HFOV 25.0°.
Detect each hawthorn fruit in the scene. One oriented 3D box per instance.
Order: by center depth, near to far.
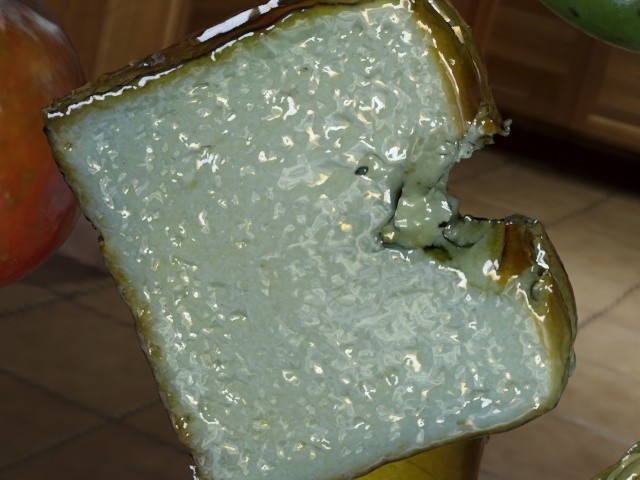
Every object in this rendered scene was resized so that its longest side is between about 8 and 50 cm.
[{"bbox_3d":[-0.294,-0.092,1.116,0.284,0.284,0.284,13,17,-4],"label":"hawthorn fruit"}]

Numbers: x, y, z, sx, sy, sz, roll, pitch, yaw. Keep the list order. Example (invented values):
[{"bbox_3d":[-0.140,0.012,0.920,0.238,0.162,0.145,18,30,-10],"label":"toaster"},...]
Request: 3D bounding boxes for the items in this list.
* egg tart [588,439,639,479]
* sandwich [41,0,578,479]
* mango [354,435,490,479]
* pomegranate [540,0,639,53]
[{"bbox_3d":[0.273,0.244,1.073,0.297,0.297,0.132,3,42,-32],"label":"egg tart"},{"bbox_3d":[0.000,0.000,0.816,0.249,0.273,0.095,-20,9,17],"label":"sandwich"},{"bbox_3d":[0.060,0.279,1.739,0.301,0.221,0.445,32,60,19],"label":"mango"},{"bbox_3d":[0.167,-0.196,0.713,0.181,0.181,0.224,24,-13,30],"label":"pomegranate"}]
